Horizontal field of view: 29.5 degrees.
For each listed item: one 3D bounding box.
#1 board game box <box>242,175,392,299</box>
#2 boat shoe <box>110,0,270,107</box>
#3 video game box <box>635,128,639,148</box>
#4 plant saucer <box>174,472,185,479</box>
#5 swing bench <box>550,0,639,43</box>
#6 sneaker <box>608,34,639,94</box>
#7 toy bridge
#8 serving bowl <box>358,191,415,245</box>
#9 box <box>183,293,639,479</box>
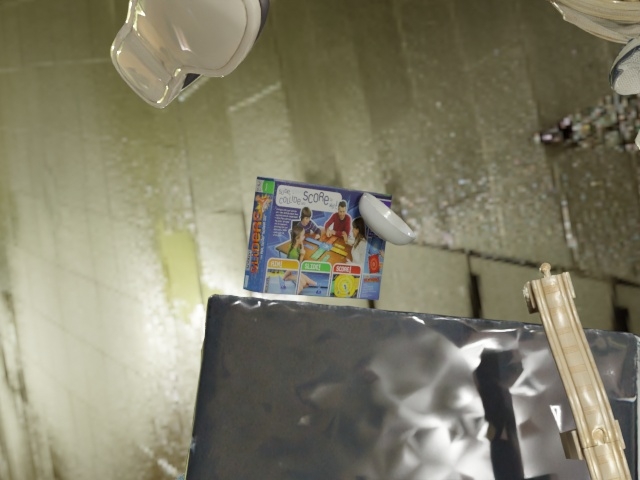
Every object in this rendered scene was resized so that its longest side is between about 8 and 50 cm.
[{"bbox_3d":[0.000,0.000,1.474,0.035,0.201,0.136,9,92,47],"label":"board game box"},{"bbox_3d":[-0.073,-0.139,0.743,0.075,0.065,0.206,49,157,-10],"label":"boat shoe"},{"bbox_3d":[0.505,-0.078,1.457,0.205,0.187,0.048,-110,23,-49],"label":"video game box"},{"bbox_3d":[-0.139,0.377,1.480,0.194,0.037,0.195,-15,65,34],"label":"plant saucer"},{"bbox_3d":[0.260,-0.305,1.125,0.253,0.165,0.255,-12,-88,-73],"label":"swing bench"},{"bbox_3d":[0.299,-0.145,1.007,0.135,0.052,0.058,-20,47,40],"label":"sneaker"},{"bbox_3d":[0.140,0.102,0.625,0.063,0.026,0.188,60,-165,-79],"label":"toy bridge"},{"bbox_3d":[0.076,-0.021,1.467,0.027,0.083,0.083,-48,44,12],"label":"serving bowl"},{"bbox_3d":[0.043,0.341,0.890,0.480,0.297,0.472,93,-176,-69],"label":"box"}]
